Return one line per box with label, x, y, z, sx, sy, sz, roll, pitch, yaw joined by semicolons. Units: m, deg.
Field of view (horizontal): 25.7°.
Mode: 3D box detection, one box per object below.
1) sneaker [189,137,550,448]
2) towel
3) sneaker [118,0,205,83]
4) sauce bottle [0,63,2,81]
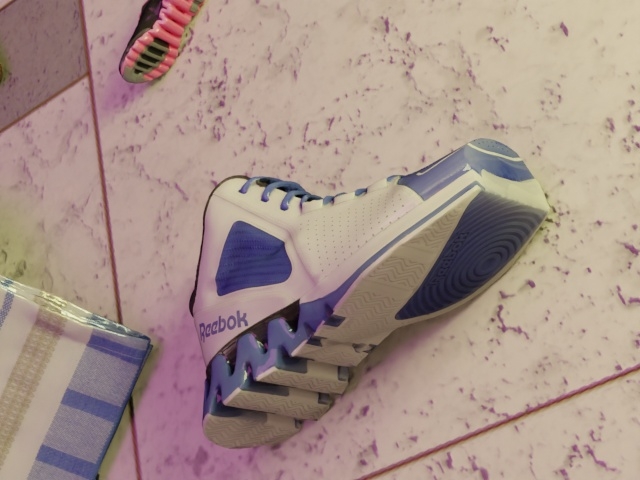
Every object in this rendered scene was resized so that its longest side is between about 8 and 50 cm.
sneaker;-0.001;0.001;1.067;0.315;0.127;0.182;-40;56;23
towel;-0.308;0.124;1.194;0.209;0.285;0.034;-66;13;1
sneaker;-0.155;-0.202;1.322;0.057;0.047;0.119;32;88;48
sauce bottle;-0.374;-0.215;1.500;0.042;0.042;0.128;-43;54;19
